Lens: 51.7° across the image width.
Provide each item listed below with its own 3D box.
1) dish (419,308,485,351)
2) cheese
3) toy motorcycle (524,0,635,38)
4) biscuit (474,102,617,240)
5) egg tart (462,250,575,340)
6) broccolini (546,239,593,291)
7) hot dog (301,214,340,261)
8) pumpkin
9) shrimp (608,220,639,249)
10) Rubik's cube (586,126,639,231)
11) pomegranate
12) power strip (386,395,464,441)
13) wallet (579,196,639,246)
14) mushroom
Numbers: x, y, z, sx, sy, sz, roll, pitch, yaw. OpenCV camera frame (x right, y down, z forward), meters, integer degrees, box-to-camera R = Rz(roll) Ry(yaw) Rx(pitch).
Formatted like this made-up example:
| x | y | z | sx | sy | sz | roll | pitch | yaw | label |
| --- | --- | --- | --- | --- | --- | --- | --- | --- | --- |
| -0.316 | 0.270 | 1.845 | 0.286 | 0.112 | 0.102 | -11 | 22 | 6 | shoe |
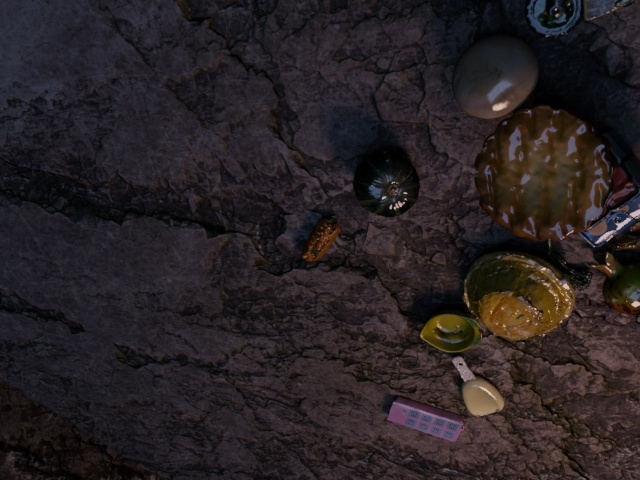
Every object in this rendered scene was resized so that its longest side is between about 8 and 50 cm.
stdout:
| x | y | z | sx | sy | sz | roll | pitch | yaw | label |
| --- | --- | --- | --- | --- | --- | --- | --- | --- | --- |
| 0.415 | 0.268 | 2.064 | 0.208 | 0.080 | 0.148 | -8 | 118 | 24 | dish |
| 0.506 | 0.477 | 2.194 | 0.127 | 0.054 | 0.251 | -25 | 112 | 26 | cheese |
| 0.614 | -0.593 | 1.372 | 0.410 | 0.168 | 0.237 | -19 | 122 | 22 | toy motorcycle |
| 0.525 | -0.158 | 1.548 | 0.326 | 0.107 | 0.325 | 12 | 110 | 35 | biscuit |
| 0.557 | 0.181 | 1.901 | 0.341 | 0.132 | 0.341 | 17 | 134 | 18 | egg tart |
| 0.695 | 0.044 | 1.843 | 0.123 | 0.062 | 0.271 | -6 | 119 | 14 | broccolini |
| 0.000 | 0.000 | 2.030 | 0.072 | 0.055 | 0.188 | 31 | 127 | -2 | hot dog |
| 0.181 | -0.154 | 1.812 | 0.190 | 0.146 | 0.190 | 0 | 97 | 2 | pumpkin |
| 0.841 | -0.014 | 1.739 | 0.162 | 0.045 | 0.095 | -11 | 141 | 1 | shrimp |
| 0.675 | -0.150 | 1.611 | 0.183 | 0.167 | 0.180 | -44 | 76 | 33 | Rubik's cube |
| 0.819 | 0.115 | 1.786 | 0.220 | 0.156 | 0.156 | 27 | 127 | -8 | pomegranate |
| 0.373 | 0.634 | 2.349 | 0.279 | 0.037 | 0.109 | 16 | 127 | 6 | power strip |
| 0.757 | -0.085 | 1.731 | 0.141 | 0.059 | 0.202 | 42 | 123 | -4 | wallet |
| 0.428 | -0.391 | 1.571 | 0.206 | 0.209 | 0.206 | 23 | 119 | 50 | mushroom |
